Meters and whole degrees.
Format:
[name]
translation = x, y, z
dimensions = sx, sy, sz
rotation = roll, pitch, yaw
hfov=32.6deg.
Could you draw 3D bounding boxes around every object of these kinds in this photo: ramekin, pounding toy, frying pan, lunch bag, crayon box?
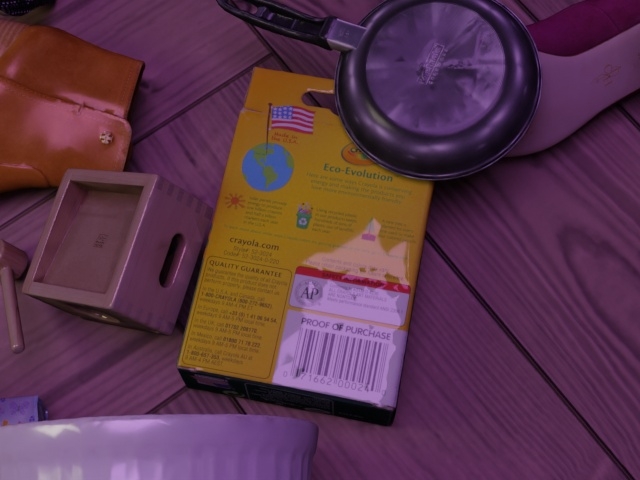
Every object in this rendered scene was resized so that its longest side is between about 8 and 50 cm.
[ramekin]
translation = -0.136, 0.218, 0.867
dimensions = 0.277, 0.277, 0.135
rotation = -3, 76, 0
[pounding toy]
translation = -0.223, 0.033, 1.034
dimensions = 0.206, 0.094, 0.181
rotation = 6, 73, 38
[frying pan]
translation = 0.066, -0.200, 1.044
dimensions = 0.197, 0.053, 0.326
rotation = -42, 74, -2
[lunch bag]
translation = -0.286, 0.189, 0.994
dimensions = 0.071, 0.053, 0.083
rotation = -7, 58, -4
[crayon box]
translation = 0.000, 0.000, 1.047
dimensions = 0.202, 0.081, 0.319
rotation = 11, 69, 5

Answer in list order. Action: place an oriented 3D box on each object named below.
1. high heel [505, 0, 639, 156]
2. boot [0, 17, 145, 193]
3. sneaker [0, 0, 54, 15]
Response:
[high heel]
translation = 0.248, -0.187, 1.132
dimensions = 0.377, 0.127, 0.181
rotation = -9, 28, 8
[boot]
translation = -0.302, -0.075, 1.079
dimensions = 0.211, 0.104, 0.295
rotation = 19, 80, -3
[sneaker]
translation = -0.337, -0.265, 1.138
dimensions = 0.075, 0.161, 0.057
rotation = 3, 108, 10
